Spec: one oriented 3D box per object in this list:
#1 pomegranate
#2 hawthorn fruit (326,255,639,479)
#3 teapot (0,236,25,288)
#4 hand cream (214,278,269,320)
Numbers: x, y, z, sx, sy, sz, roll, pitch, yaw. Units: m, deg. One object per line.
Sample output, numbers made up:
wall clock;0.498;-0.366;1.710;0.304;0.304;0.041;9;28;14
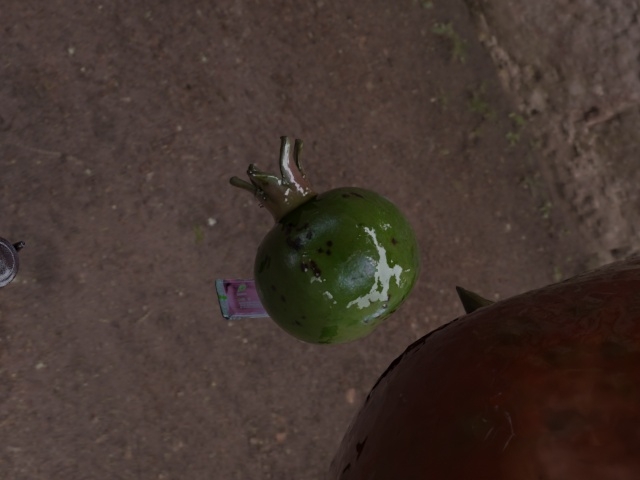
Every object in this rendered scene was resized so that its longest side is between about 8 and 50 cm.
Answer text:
pomegranate;0.000;0.000;0.991;0.181;0.181;0.224;-29;87;-48
hawthorn fruit;0.160;0.186;0.510;0.403;0.403;0.403;17;66;-44
teapot;-0.408;0.029;1.153;0.100;0.045;0.068;-39;101;-39
hand cream;-0.036;0.095;1.571;0.275;0.079;0.050;-1;108;-17
